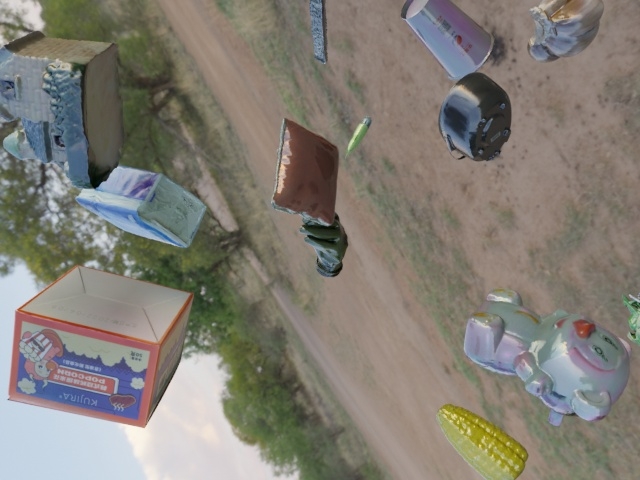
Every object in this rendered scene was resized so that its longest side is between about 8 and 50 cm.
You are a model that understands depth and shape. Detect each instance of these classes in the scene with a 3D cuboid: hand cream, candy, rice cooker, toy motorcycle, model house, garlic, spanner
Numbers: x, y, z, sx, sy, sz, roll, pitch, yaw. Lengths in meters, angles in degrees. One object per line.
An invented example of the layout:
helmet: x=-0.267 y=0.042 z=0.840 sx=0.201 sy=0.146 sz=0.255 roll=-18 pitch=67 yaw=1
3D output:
hand cream: x=0.144 y=-0.404 z=2.057 sx=0.046 sy=0.175 sz=0.095 roll=33 pitch=173 yaw=-2
candy: x=0.336 y=0.429 z=1.134 sx=0.199 sy=0.106 sz=0.094 roll=38 pitch=170 yaw=14
rice cooker: x=0.325 y=-0.251 z=1.104 sx=0.118 sy=0.142 sz=0.203 roll=47 pitch=174 yaw=35
toy motorcycle: x=0.918 y=0.230 z=1.490 sx=0.074 sy=0.106 sz=0.190 roll=26 pitch=-125 yaw=-29
model house: x=-0.601 y=-0.289 z=1.159 sx=0.243 sy=0.284 sz=0.298 roll=-83 pitch=3 yaw=-57
garlic: x=0.676 y=-0.580 z=1.447 sx=0.160 sy=0.191 sz=0.214 roll=56 pitch=174 yaw=36
spanner: x=-0.007 y=-0.384 z=0.860 sx=0.093 sy=0.026 sz=0.325 roll=38 pitch=170 yaw=10

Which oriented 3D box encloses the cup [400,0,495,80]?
cup: x=0.410 y=-0.695 z=1.739 sx=0.288 sy=0.203 sz=0.203 roll=30 pitch=-170 yaw=-32

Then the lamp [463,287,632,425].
lamp: x=0.459 y=0.252 z=1.087 sx=0.301 sy=0.247 sz=0.247 roll=19 pitch=120 yaw=32

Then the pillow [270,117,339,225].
pillow: x=-0.030 y=-0.128 z=1.036 sx=0.075 sy=0.171 sz=0.179 roll=-6 pitch=74 yaw=42

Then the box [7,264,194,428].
box: x=-0.556 y=0.267 z=1.381 sx=0.318 sy=0.349 sz=0.256 roll=-87 pitch=11 yaw=-71

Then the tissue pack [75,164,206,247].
tissue pack: x=-0.472 y=-0.097 z=1.401 sx=0.264 sy=0.146 sz=0.198 roll=14 pitch=163 yaw=34

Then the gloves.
gloves: x=0.013 y=-0.004 z=1.321 sx=0.135 sy=0.107 sz=0.268 roll=55 pitch=173 yaw=34
